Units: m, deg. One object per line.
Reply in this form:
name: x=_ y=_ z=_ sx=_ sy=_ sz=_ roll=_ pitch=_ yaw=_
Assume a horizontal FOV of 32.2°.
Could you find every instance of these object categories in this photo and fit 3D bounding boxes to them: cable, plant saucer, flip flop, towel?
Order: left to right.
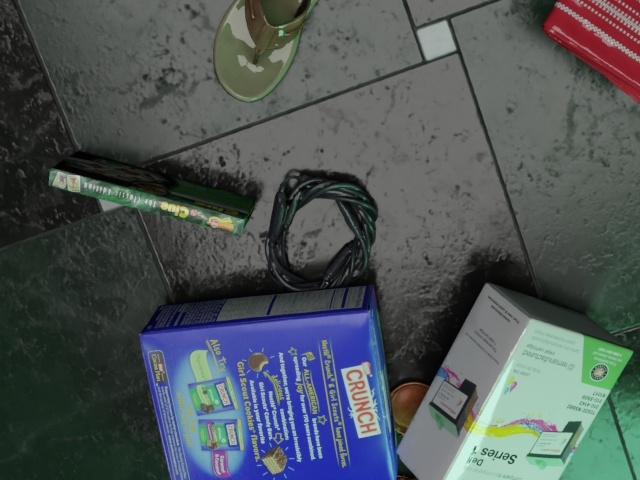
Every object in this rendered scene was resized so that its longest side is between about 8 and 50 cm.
flip flop: x=-0.052 y=-0.310 z=1.458 sx=0.112 sy=0.080 sz=0.277 roll=35 pitch=102 yaw=-5
cable: x=0.000 y=0.000 z=1.551 sx=0.150 sy=0.047 sz=0.184 roll=8 pitch=108 yaw=-7
plant saucer: x=0.136 y=0.244 z=1.612 sx=0.083 sy=0.013 sz=0.083 roll=1 pitch=104 yaw=3
towel: x=0.416 y=-0.312 z=1.339 sx=0.199 sy=0.031 sz=0.275 roll=33 pitch=91 yaw=-5

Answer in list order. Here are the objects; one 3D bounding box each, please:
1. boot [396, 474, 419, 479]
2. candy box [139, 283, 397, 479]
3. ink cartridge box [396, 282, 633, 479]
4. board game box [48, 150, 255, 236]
boot: x=0.112 y=0.364 z=1.621 sx=0.158 sy=0.059 sz=0.085 roll=-33 pitch=94 yaw=11
candy box: x=-0.063 y=0.212 z=1.546 sx=0.317 sy=0.122 sz=0.268 roll=-6 pitch=109 yaw=9
ink cartridge box: x=0.260 y=0.221 z=1.508 sx=0.201 sy=0.117 sz=0.278 roll=18 pitch=106 yaw=-32
board game box: x=-0.222 y=-0.065 z=1.497 sx=0.259 sy=0.136 sz=0.030 roll=15 pitch=102 yaw=0
